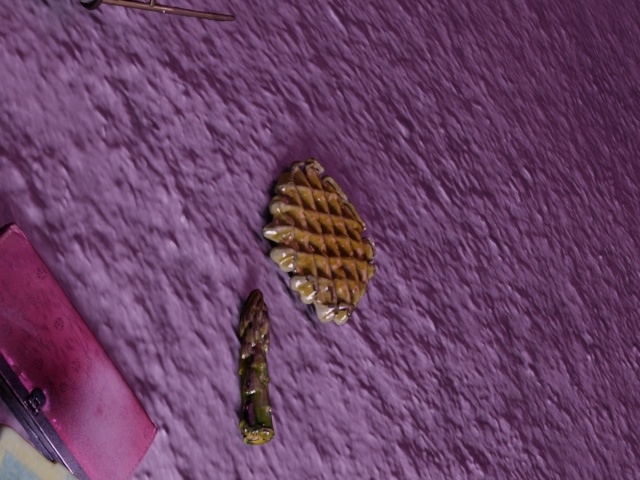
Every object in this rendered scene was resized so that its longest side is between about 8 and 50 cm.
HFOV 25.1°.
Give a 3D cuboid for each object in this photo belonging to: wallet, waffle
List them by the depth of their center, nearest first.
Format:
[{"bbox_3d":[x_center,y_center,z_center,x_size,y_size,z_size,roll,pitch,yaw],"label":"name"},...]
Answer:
[{"bbox_3d":[-0.219,0.106,1.181,0.232,0.025,0.119,59,31,-20],"label":"wallet"},{"bbox_3d":[0.000,0.000,1.587,0.169,0.036,0.183,56,31,-18],"label":"waffle"}]

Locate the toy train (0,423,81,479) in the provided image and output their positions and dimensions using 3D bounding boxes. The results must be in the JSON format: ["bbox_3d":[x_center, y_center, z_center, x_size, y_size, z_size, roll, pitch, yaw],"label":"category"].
[{"bbox_3d":[-0.273,0.271,0.889,0.237,0.150,0.369,51,36,-39],"label":"toy train"}]

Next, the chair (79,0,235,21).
[{"bbox_3d":[-0.209,-0.290,1.314,0.326,0.170,0.159,-4,78,-26],"label":"chair"}]

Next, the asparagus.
[{"bbox_3d":[-0.063,0.120,1.412,0.030,0.036,0.165,20,56,-34],"label":"asparagus"}]
